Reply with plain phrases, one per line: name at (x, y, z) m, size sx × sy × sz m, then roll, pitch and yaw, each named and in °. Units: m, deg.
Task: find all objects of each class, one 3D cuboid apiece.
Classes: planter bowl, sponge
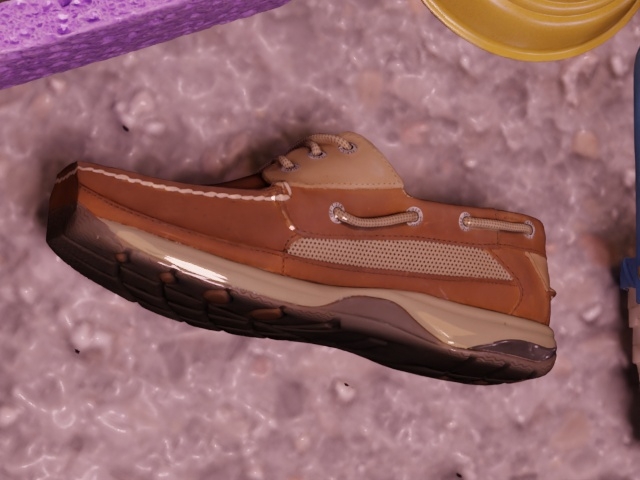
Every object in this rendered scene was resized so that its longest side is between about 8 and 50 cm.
planter bowl at (0.156, -0.231, 0.929) m, size 0.217 × 0.090 × 0.217 m, roll 2°, pitch 86°, yaw -22°
sponge at (-0.097, -0.133, 0.811) m, size 0.210 × 0.117 × 0.031 m, roll -20°, pitch 91°, yaw -21°

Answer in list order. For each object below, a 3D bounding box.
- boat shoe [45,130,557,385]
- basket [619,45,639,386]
boat shoe at (0.000, 0.000, 0.848) m, size 0.324 × 0.122 × 0.120 m, roll 16°, pitch 75°, yaw -28°
basket at (0.310, 0.014, 0.909) m, size 0.255 × 0.201 × 0.289 m, roll 7°, pitch 88°, yaw -11°
